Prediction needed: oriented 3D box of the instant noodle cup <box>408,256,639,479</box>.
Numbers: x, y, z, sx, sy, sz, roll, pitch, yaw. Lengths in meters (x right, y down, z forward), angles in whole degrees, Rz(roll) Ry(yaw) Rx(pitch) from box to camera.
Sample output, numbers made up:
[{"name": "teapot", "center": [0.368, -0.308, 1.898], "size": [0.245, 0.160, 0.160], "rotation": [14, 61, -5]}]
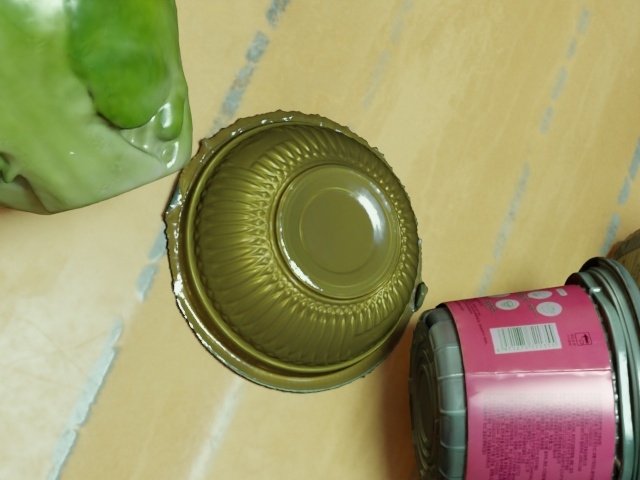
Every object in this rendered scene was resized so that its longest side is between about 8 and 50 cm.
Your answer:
[{"name": "instant noodle cup", "center": [0.179, 0.145, 1.163], "size": [0.182, 0.302, 0.258], "rotation": [-1, 85, -6]}]

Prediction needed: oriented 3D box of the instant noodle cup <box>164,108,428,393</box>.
[{"name": "instant noodle cup", "center": [0.000, 0.000, 1.177], "size": [0.274, 0.091, 0.274], "rotation": [6, 77, -26]}]

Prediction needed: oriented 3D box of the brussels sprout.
[{"name": "brussels sprout", "center": [-0.242, -0.173, 0.980], "size": [0.281, 0.289, 0.354], "rotation": [-36, 110, -14]}]

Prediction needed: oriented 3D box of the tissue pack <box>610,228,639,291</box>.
[{"name": "tissue pack", "center": [0.345, 0.101, 1.268], "size": [0.123, 0.215, 0.256], "rotation": [15, 73, -13]}]
